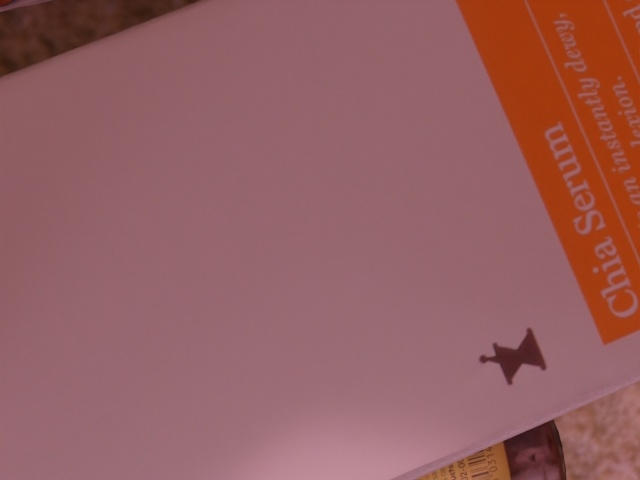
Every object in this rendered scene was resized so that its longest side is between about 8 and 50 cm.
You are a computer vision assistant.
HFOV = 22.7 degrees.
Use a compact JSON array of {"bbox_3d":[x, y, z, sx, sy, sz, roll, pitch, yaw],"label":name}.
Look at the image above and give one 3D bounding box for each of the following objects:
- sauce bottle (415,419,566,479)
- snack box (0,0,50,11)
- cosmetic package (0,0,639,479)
[{"bbox_3d":[-0.044,0.142,0.858,0.345,0.111,0.111,-11,114,-14],"label":"sauce bottle"},{"bbox_3d":[-0.145,-0.144,0.758,0.178,0.022,0.064,-14,114,-12],"label":"snack box"},{"bbox_3d":[0.000,0.000,0.741,0.453,0.161,0.230,-23,87,-7],"label":"cosmetic package"}]
